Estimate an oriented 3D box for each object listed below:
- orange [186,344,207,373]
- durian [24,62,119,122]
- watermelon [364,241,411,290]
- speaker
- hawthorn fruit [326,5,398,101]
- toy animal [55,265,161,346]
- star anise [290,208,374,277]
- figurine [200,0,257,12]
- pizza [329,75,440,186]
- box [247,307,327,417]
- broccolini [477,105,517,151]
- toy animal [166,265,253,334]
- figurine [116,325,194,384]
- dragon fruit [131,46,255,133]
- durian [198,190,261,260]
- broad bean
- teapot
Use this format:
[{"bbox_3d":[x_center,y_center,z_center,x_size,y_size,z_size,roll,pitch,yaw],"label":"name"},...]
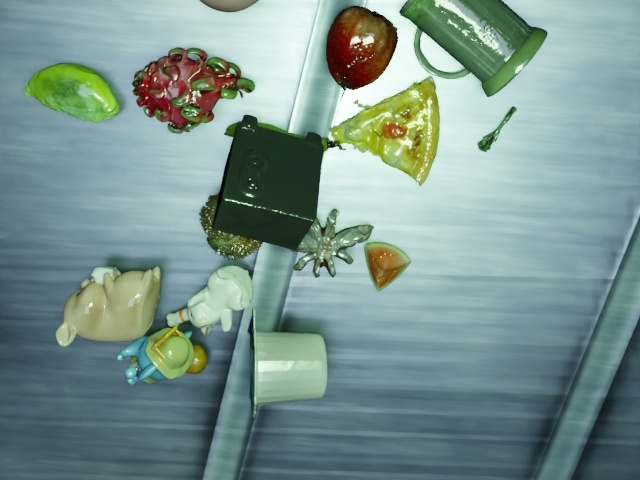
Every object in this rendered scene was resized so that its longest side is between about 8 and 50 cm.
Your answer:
[{"bbox_3d":[-0.366,0.344,1.982,0.085,0.085,0.085,1,106,3],"label":"orange"},{"bbox_3d":[-0.644,-0.386,1.775,0.250,0.101,0.139,21,106,-3],"label":"durian"},{"bbox_3d":[0.164,0.066,1.868,0.135,0.094,0.125,44,109,-9],"label":"watermelon"},{"bbox_3d":[-0.124,-0.143,1.700,0.232,0.254,0.184,14,150,-12],"label":"speaker"},{"bbox_3d":[0.084,-0.454,1.683,0.181,0.181,0.235,26,101,-4],"label":"hawthorn fruit"},{"bbox_3d":[-0.579,0.177,1.886,0.256,0.195,0.213,2,98,5],"label":"toy animal"},{"bbox_3d":[-0.005,-0.001,1.841,0.258,0.110,0.198,25,81,-9],"label":"star anise"},{"bbox_3d":[-0.236,-0.652,1.621,0.261,0.269,0.211,2,113,-9],"label":"figurine"},{"bbox_3d":[0.168,-0.273,1.783,0.288,0.075,0.280,-5,104,4],"label":"pizza"},{"bbox_3d":[-0.093,0.327,1.901,0.206,0.262,0.291,1,97,-10],"label":"box"},{"bbox_3d":[0.461,-0.293,1.793,0.035,0.030,0.140,40,101,29],"label":"broccolini"},{"bbox_3d":[-0.307,0.190,1.902,0.282,0.138,0.140,-43,104,14],"label":"toy animal"},{"bbox_3d":[-0.464,0.337,1.915,0.262,0.180,0.153,-34,70,30],"label":"figurine"},{"bbox_3d":[-0.327,-0.390,1.720,0.273,0.218,0.198,-32,139,6],"label":"dragon fruit"},{"bbox_3d":[-0.223,-0.044,1.811,0.196,0.167,0.196,20,148,13],"label":"durian"},{"bbox_3d":[-0.094,-0.264,1.806,0.325,0.075,0.067,7,61,-1],"label":"broad bean"},{"bbox_3d":[0.336,-0.514,1.662,0.337,0.200,0.270,40,137,-7],"label":"teapot"}]
